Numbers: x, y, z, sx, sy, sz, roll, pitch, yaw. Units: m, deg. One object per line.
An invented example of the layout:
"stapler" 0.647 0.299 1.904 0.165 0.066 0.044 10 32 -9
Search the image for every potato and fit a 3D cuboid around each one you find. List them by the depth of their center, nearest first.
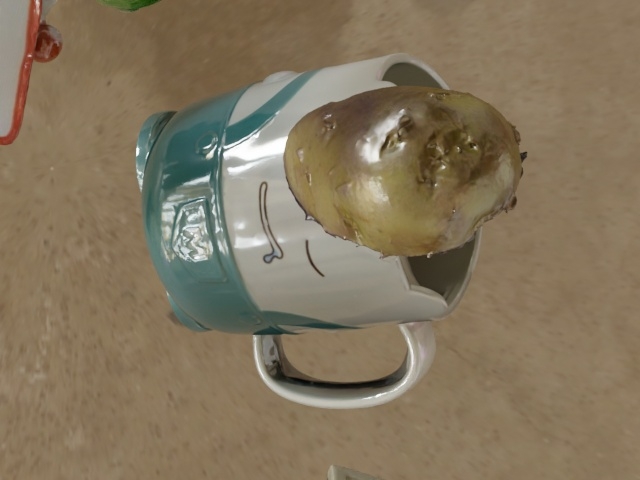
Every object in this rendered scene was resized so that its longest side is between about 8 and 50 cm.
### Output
"potato" 0.039 -0.052 0.996 0.172 0.089 0.100 -2 49 19

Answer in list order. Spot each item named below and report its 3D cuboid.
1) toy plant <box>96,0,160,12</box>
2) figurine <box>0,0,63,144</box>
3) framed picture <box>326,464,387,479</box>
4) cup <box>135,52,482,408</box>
"toy plant" -0.167 -0.267 1.027 0.175 0.218 0.235 -25 61 12
"figurine" -0.276 -0.222 1.233 0.184 0.226 0.160 21 129 1
"framed picture" 0.129 0.351 1.489 0.247 0.335 0.022 19 113 -11
"cup" 0.000 0.000 1.283 0.258 0.219 0.289 -8 102 27
